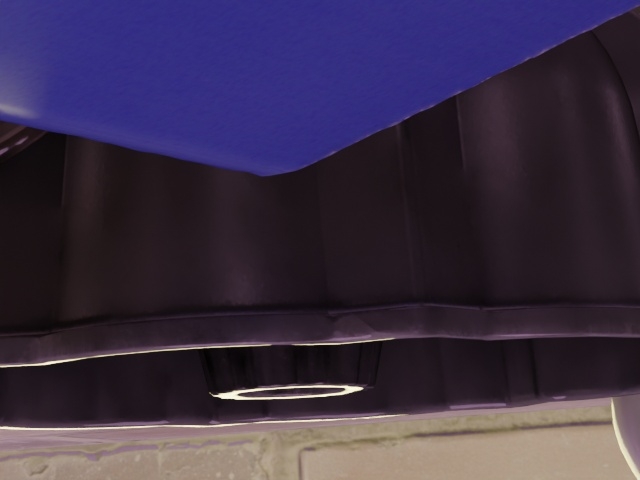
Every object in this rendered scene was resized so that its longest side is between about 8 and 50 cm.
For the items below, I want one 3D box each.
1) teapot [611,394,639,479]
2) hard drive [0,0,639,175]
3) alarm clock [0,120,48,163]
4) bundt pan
[{"bbox_3d":[0.313,0.066,1.052,0.256,0.187,0.252,-6,170,26],"label":"teapot"},{"bbox_3d":[-0.030,-0.083,0.310,0.210,0.040,0.318,-25,161,31],"label":"hard drive"},{"bbox_3d":[-0.104,-0.059,0.475,0.192,0.064,0.129,-19,164,6],"label":"alarm clock"},{"bbox_3d":[-0.013,-0.008,0.665,0.330,0.124,0.331,-3,172,0],"label":"bundt pan"}]
